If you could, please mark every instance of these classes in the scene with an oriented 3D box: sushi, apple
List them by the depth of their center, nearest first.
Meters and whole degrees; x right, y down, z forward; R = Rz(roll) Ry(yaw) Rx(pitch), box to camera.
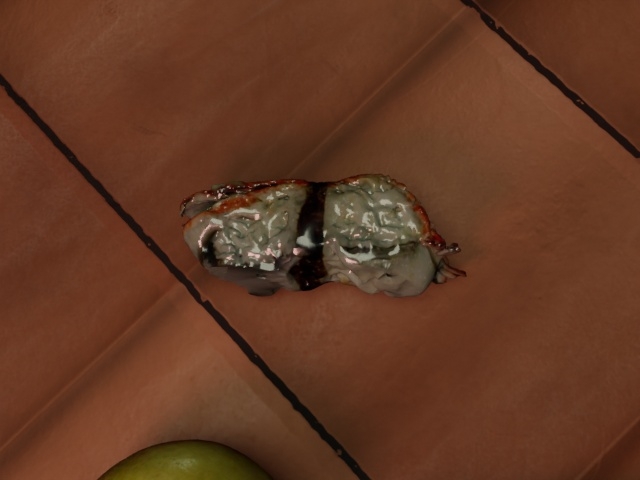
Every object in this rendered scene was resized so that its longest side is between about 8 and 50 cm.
[{"bbox_3d":[-0.153,0.338,0.979,0.261,0.194,0.260,-1,73,4],"label":"apple"},{"bbox_3d":[0.000,0.000,1.059,0.332,0.124,0.130,-3,68,8],"label":"sushi"}]
